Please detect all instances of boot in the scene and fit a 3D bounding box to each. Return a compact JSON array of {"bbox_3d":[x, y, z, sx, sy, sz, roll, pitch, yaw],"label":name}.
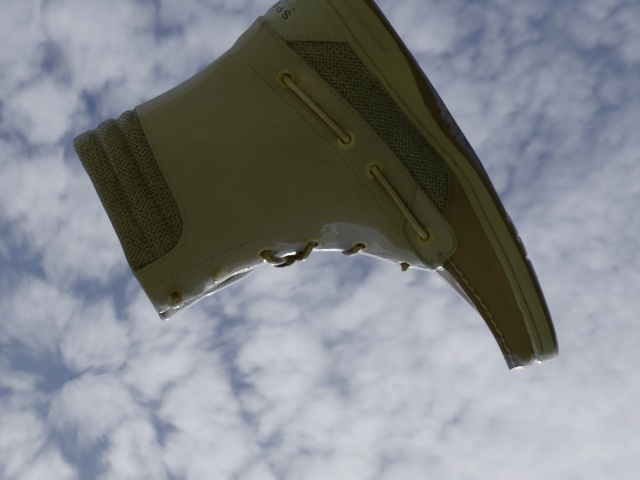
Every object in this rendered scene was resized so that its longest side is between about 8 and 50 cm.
[{"bbox_3d":[0.000,0.000,0.984,0.203,0.095,0.262,-33,-83,2],"label":"boot"}]
